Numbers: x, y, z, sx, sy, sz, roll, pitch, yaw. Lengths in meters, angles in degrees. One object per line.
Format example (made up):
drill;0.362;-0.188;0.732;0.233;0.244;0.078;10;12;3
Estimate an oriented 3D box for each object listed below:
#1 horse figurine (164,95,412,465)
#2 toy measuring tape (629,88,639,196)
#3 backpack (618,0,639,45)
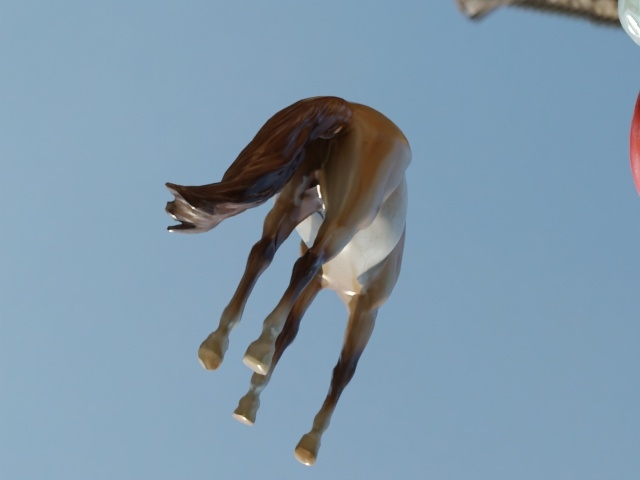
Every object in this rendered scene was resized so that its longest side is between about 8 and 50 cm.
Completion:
horse figurine;0.000;0.000;0.900;0.066;0.263;0.174;20;-107;16
toy measuring tape;0.157;-0.086;0.578;0.121;0.330;0.121;-1;-158;0
backpack;0.237;-0.124;0.928;0.115;0.182;0.152;20;-73;44
